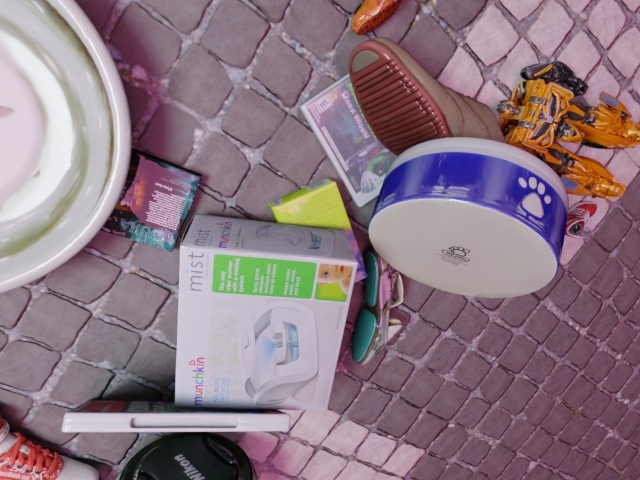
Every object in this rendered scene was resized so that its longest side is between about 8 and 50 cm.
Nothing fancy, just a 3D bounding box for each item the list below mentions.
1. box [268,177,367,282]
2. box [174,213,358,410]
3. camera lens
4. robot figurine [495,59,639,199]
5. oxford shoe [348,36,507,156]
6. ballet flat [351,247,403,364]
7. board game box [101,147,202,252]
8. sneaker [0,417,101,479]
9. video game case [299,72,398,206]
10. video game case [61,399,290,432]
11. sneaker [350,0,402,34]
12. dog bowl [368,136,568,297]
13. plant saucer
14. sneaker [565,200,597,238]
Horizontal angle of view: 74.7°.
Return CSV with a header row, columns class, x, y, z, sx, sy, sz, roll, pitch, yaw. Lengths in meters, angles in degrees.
class,x,y,z,sx,sy,sz,roll,pitch,yaw
box,0.000,0.000,0.688,0.109,0.042,0.178,-24,114,-7
box,-0.088,0.109,0.628,0.231,0.126,0.261,6,112,-10
camera lens,-0.223,0.479,0.681,0.220,0.219,0.274,4,106,-18
robot figurine,0.434,-0.184,0.737,0.291,0.085,0.211,16,101,-21
oxford shoe,0.181,-0.180,0.639,0.348,0.123,0.130,41,71,-27
ballet flat,0.109,0.120,0.748,0.079,0.077,0.221,2,103,-21
board game box,-0.279,-0.069,0.590,0.186,0.026,0.126,21,101,-22
sneaker,-0.469,0.328,0.628,0.270,0.090,0.144,13,106,-18
video game case,0.087,-0.177,0.668,0.173,0.022,0.190,-35,114,-4
video game case,-0.211,0.264,0.636,0.285,0.204,0.025,9,71,-19
sneaker,0.096,-0.368,0.597,0.067,0.064,0.175,39,88,-4
dog bowl,0.209,-0.021,0.618,0.265,0.265,0.104,35,62,-24
plant saucer,-0.421,-0.130,0.446,0.401,0.100,0.400,-9,110,-25
sneaker,0.507,-0.040,0.816,0.119,0.067,0.042,-22,113,-9
